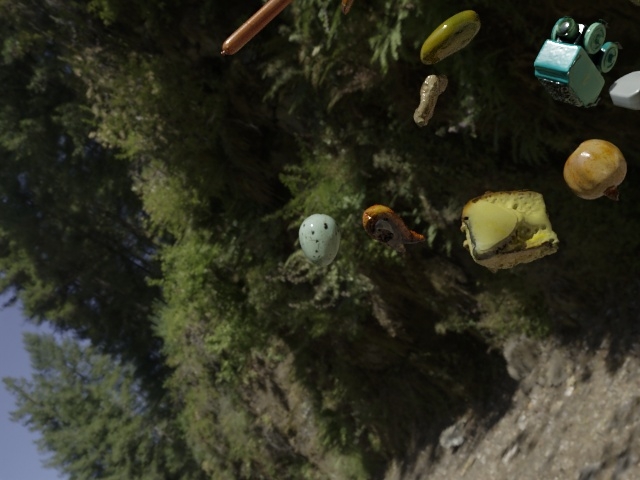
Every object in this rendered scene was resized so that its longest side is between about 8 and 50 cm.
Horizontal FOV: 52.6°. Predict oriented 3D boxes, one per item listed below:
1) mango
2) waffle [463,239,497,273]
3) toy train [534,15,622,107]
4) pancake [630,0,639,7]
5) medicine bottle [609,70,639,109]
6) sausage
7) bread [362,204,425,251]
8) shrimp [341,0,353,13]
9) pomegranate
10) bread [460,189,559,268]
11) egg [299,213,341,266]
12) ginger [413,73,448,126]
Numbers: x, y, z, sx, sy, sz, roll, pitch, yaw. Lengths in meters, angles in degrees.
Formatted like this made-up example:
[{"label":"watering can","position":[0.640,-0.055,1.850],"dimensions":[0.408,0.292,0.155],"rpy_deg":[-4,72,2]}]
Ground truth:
[{"label":"mango","position":[0.363,-0.564,1.808],"dimensions":[0.191,0.085,0.122],"rpy_deg":[-39,-3,8]},{"label":"waffle","position":[0.525,0.045,2.032],"dimensions":[0.023,0.152,0.097],"rpy_deg":[-52,10,-24]},{"label":"toy train","position":[0.572,-0.397,1.451],"dimensions":[0.203,0.112,0.163],"rpy_deg":[23,-83,-45]},{"label":"pancake","position":[0.727,-0.638,1.279],"dimensions":[0.356,0.065,0.356],"rpy_deg":[-37,45,50]},{"label":"medicine bottle","position":[0.885,-0.410,1.771],"dimensions":[0.119,0.069,0.183],"rpy_deg":[-30,19,2]},{"label":"sausage","position":[-0.207,-0.744,2.189],"dimensions":[0.348,0.053,0.053],"rpy_deg":[-44,-12,-5]},{"label":"bread","position":[0.256,-0.045,2.379],"dimensions":[0.139,0.269,0.095],"rpy_deg":[-28,48,36]},{"label":"shrimp","position":[0.133,-0.954,2.380],"dimensions":[0.150,0.068,0.249],"rpy_deg":[-76,10,-65]},{"label":"pomegranate","position":[0.942,-0.243,2.220],"dimensions":[0.207,0.207,0.207],"rpy_deg":[-57,-11,-17]},{"label":"bread","position":[0.506,-0.032,1.792],"dimensions":[0.162,0.262,0.204],"rpy_deg":[115,150,-68]},{"label":"egg","position":[0.000,0.000,1.953],"dimensions":[0.131,0.131,0.164],"rpy_deg":[73,-168,-76]},{"label":"ginger","position":[0.311,-0.405,1.846],"dimensions":[0.258,0.065,0.149],"rpy_deg":[-54,-15,-68]}]
